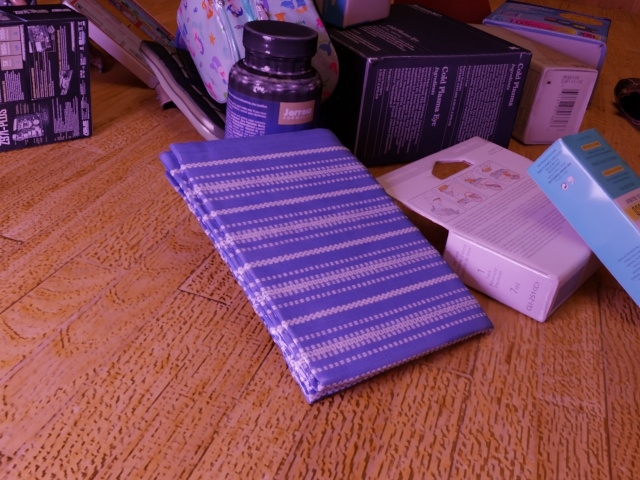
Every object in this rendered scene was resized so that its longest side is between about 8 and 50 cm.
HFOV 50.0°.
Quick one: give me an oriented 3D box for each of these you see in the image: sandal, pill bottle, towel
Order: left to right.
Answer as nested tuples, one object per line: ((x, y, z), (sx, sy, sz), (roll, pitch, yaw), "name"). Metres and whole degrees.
((-0.224, -0.237, 1.120), (0.120, 0.086, 0.303), (5, 40, -40), "sandal")
((-0.062, -0.166, 0.896), (0.122, 0.219, 0.123), (6, 30, -4), "pill bottle")
((0.000, 0.000, 0.734), (0.243, 0.040, 0.336), (-13, 54, -35), "towel")

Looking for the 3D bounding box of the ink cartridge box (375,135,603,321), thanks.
((0.240, -0.034, 0.896), (0.261, 0.066, 0.296), (29, 36, 30), "ink cartridge box")

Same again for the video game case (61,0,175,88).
((-0.375, -0.411, 1.328), (0.204, 0.025, 0.285), (39, 22, -22), "video game case")

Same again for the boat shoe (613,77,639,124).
((0.666, -0.295, 1.447), (0.073, 0.073, 0.207), (6, 29, -8), "boat shoe")

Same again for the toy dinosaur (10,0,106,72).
((-0.526, -0.341, 1.206), (0.200, 0.127, 0.295), (48, 56, -1), "toy dinosaur")

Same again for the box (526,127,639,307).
((0.355, -0.016, 0.792), (0.100, 0.060, 0.244), (-18, 66, -42), "box")

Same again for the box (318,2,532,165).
((0.121, -0.285, 1.191), (0.312, 0.179, 0.343), (-10, 34, -25), "box")

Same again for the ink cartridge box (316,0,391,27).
((0.004, -0.418, 1.135), (0.190, 0.082, 0.139), (26, 36, 26), "ink cartridge box")

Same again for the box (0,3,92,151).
((-0.406, -0.229, 0.961), (0.147, 0.180, 0.077), (-20, 41, -38), "box")

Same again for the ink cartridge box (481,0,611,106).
((0.535, -0.463, 1.638), (0.270, 0.151, 0.395), (17, 29, 16), "ink cartridge box")

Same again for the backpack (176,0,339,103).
((-0.090, -0.302, 1.028), (0.191, 0.254, 0.225), (-32, 7, -21), "backpack")

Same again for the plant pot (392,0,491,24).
((0.205, -0.540, 1.541), (0.267, 0.267, 0.236), (-1, 42, 30), "plant pot")

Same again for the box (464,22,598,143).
((0.370, -0.312, 1.335), (0.121, 0.148, 0.311), (-4, 33, -22), "box")

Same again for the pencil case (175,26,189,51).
((-0.187, -0.431, 1.420), (0.119, 0.133, 0.306), (-16, 18, 27), "pencil case")

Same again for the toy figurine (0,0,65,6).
((-0.584, -0.517, 1.467), (0.209, 0.148, 0.213), (-20, 42, -30), "toy figurine")
